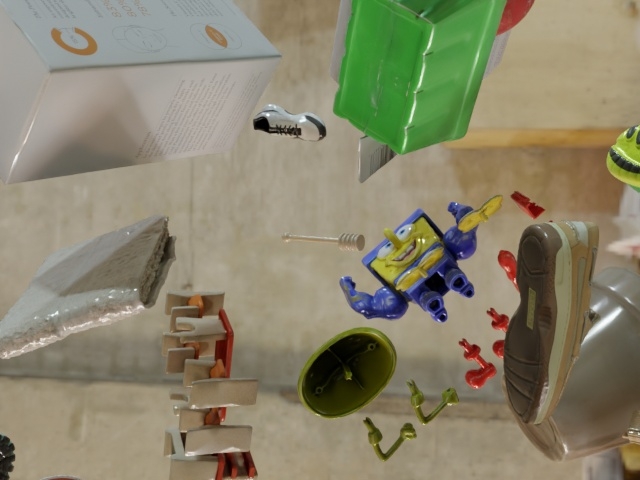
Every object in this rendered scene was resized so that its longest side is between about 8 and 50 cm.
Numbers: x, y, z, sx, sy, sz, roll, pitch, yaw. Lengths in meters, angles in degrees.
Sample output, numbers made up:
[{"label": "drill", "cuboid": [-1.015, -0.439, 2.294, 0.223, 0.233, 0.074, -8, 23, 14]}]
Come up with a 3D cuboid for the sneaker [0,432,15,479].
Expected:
[{"label": "sneaker", "cuboid": [-0.514, 0.356, 1.255, 0.283, 0.122, 0.110, -55, -40, -27]}]

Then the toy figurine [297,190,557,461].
[{"label": "toy figurine", "cuboid": [0.122, 0.070, 1.253, 0.191, 0.362, 0.217, 44, -175, -25]}]

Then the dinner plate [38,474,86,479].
[{"label": "dinner plate", "cuboid": [-0.314, 0.351, 1.172, 0.017, 0.141, 0.141, -11, 75, 63]}]

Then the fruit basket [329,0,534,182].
[{"label": "fruit basket", "cuboid": [0.158, -0.275, 1.182, 0.353, 0.165, 0.327, -47, -22, -38]}]

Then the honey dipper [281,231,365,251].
[{"label": "honey dipper", "cuboid": [0.000, 0.000, 1.677, 0.030, 0.161, 0.030, -8, -81, -57]}]

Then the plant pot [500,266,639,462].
[{"label": "plant pot", "cuboid": [0.494, 0.250, 1.787, 0.323, 0.280, 0.323, 57, 166, 23]}]

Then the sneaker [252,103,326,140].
[{"label": "sneaker", "cuboid": [-0.042, -0.148, 1.295, 0.044, 0.109, 0.040, -40, -44, -43]}]

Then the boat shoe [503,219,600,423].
[{"label": "boat shoe", "cuboid": [0.204, 0.072, 0.831, 0.068, 0.072, 0.190, -128, 35, -53]}]

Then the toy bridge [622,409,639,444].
[{"label": "toy bridge", "cuboid": [0.434, 0.235, 1.108, 0.063, 0.188, 0.026, -59, -42, -35]}]

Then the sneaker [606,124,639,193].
[{"label": "sneaker", "cuboid": [0.500, -0.059, 1.274, 0.109, 0.123, 0.295, -56, 37, 17]}]

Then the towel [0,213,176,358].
[{"label": "towel", "cuboid": [-0.273, 0.050, 1.186, 0.282, 0.187, 0.049, -89, -22, -71]}]

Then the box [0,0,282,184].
[{"label": "box", "cuboid": [-0.256, -0.217, 1.184, 0.345, 0.215, 0.168, -14, -33, -48]}]

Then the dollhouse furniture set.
[{"label": "dollhouse furniture set", "cuboid": [-0.151, 0.229, 1.449, 0.262, 0.135, 0.259, -122, 37, -60]}]
